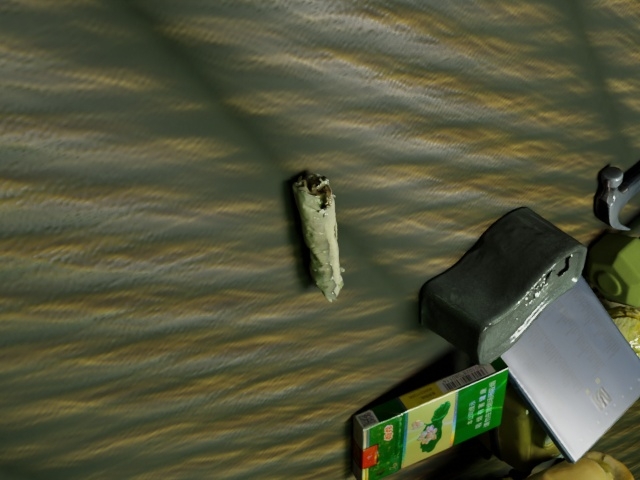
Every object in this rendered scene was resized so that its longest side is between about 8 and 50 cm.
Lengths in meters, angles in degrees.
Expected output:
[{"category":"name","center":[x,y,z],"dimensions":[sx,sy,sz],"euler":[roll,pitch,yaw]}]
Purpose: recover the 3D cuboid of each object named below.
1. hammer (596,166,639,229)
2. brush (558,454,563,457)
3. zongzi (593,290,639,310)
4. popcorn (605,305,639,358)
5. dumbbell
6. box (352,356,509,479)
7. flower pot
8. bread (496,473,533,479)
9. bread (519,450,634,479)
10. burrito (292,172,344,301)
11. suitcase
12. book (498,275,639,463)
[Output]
[{"category":"hammer","center":[0.529,-0.118,1.842],"dimensions":[0.289,0.037,0.137],"euler":[-35,142,-26]},{"category":"brush","center":[0.510,0.373,2.279],"dimensions":[0.196,0.021,0.070],"euler":[-7,124,-51]},{"category":"zongzi","center":[0.540,0.136,1.943],"dimensions":[0.194,0.197,0.099],"euler":[-2,104,-47]},{"category":"popcorn","center":[0.461,0.157,1.849],"dimensions":[0.116,0.106,0.121],"euler":[-35,158,-46]},{"category":"dumbbell","center":[0.555,-0.015,1.901],"dimensions":[0.302,0.108,0.121],"euler":[-38,146,-24]},{"category":"box","center":[0.153,0.251,1.652],"dimensions":[0.235,0.034,0.132],"euler":[-19,136,-20]},{"category":"flower pot","center":[0.247,0.059,1.585],"dimensions":[0.229,0.108,0.103],"euler":[-38,145,-22]},{"category":"bread","center":[0.316,0.462,2.041],"dimensions":[0.269,0.098,0.087],"euler":[1,129,-53]},{"category":"bread","center":[0.349,0.458,1.785],"dimensions":[0.315,0.211,0.270],"euler":[-23,158,-17]},{"category":"burrito","center":[0.000,0.000,1.286],"dimensions":[0.186,0.041,0.045],"euler":[82,11,-46]},{"category":"suitcase","center":[0.336,0.244,1.827],"dimensions":[0.194,0.143,0.235],"euler":[-39,143,-23]},{"category":"book","center":[0.350,0.159,1.716],"dimensions":[0.191,0.025,0.269],"euler":[-40,100,-21]}]
